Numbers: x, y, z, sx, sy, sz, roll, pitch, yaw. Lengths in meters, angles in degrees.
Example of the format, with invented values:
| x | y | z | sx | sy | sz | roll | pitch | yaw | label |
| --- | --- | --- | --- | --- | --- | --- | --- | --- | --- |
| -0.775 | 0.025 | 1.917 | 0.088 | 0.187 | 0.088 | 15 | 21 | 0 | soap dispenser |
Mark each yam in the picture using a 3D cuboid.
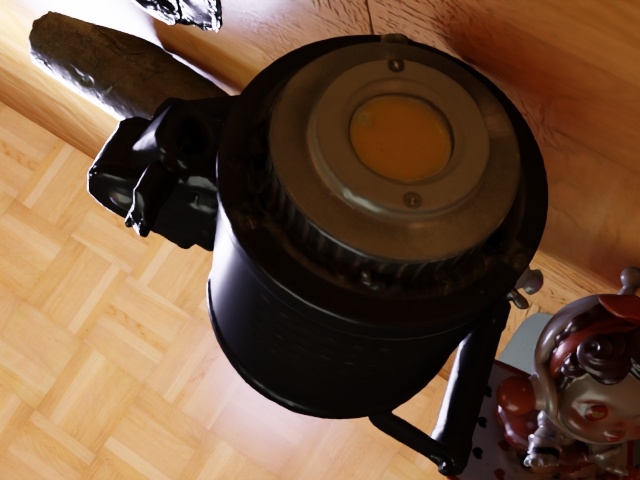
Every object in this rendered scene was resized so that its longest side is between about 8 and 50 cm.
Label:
| x | y | z | sx | sy | sz | roll | pitch | yaw | label |
| --- | --- | --- | --- | --- | --- | --- | --- | --- | --- |
| -0.208 | -0.177 | 0.998 | 0.259 | 0.106 | 0.106 | 35 | 172 | 12 | yam |

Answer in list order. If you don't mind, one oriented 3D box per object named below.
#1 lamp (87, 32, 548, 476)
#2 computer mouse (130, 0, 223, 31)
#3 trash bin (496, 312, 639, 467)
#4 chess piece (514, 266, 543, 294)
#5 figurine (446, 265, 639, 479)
| x | y | z | sx | sy | sz | roll | pitch | yaw | label |
| --- | --- | --- | --- | --- | --- | --- | --- | --- | --- |
| 0.037 | 0.002 | 0.598 | 0.374 | 0.205 | 0.272 | 31 | 152 | -15 | lamp |
| -0.100 | -0.208 | 0.495 | 0.146 | 0.077 | 0.241 | 33 | 168 | 6 | computer mouse |
| 0.374 | 0.243 | 1.007 | 0.343 | 0.158 | 0.223 | 36 | 171 | -13 | trash bin |
| 0.091 | -0.009 | 0.827 | 0.272 | 0.139 | 0.139 | 24 | 173 | -10 | chess piece |
| 0.240 | 0.122 | 0.742 | 0.183 | 0.160 | 0.226 | 24 | 133 | 0 | figurine |
